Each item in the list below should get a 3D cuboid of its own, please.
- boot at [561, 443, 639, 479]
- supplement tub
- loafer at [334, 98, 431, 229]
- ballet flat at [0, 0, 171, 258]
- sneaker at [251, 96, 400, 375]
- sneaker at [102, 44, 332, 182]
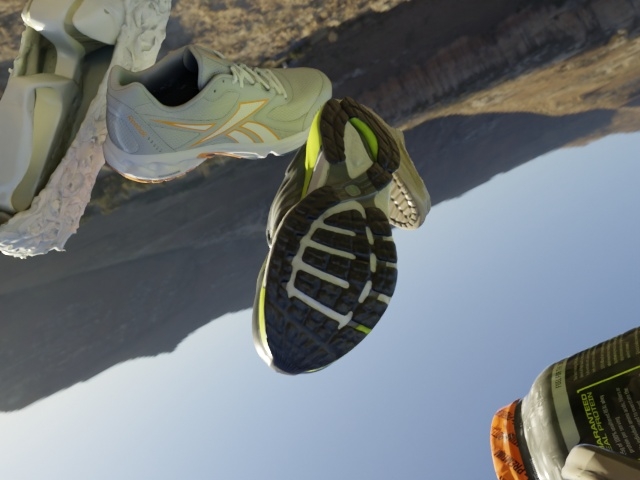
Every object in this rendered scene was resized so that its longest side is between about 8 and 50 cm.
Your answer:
[{"bbox_3d":[0.188,0.315,0.308,0.284,0.377,0.138,-47,-161,-16],"label":"boot"},{"bbox_3d":[0.343,0.171,0.568,0.338,0.207,0.207,-34,179,32],"label":"supplement tub"},{"bbox_3d":[0.105,-0.136,1.021,0.092,0.268,0.102,-19,155,-30],"label":"loafer"},{"bbox_3d":[-0.267,-0.172,0.660,0.147,0.147,0.409,-90,-162,-89],"label":"ballet flat"},{"bbox_3d":[0.000,0.000,0.566,0.121,0.111,0.300,-49,-164,43],"label":"sneaker"},{"bbox_3d":[-0.093,-0.148,0.640,0.262,0.099,0.121,-23,149,-28],"label":"sneaker"}]
